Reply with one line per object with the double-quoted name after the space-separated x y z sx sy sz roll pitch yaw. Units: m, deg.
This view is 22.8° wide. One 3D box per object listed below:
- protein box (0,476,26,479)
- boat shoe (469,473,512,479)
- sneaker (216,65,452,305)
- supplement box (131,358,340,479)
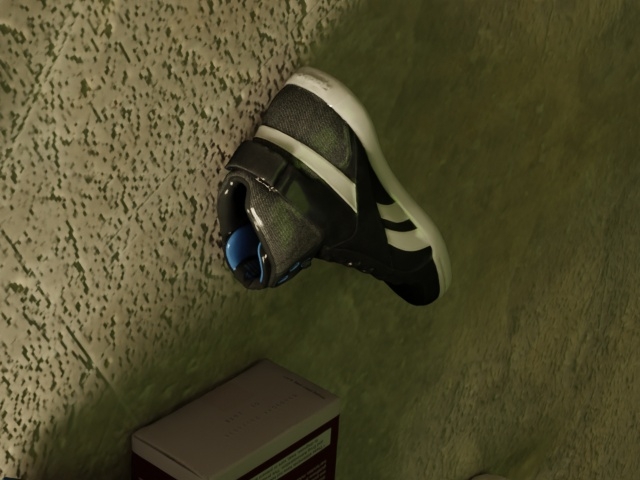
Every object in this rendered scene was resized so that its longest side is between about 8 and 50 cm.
-0.084 0.251 0.876 0.201 0.200 0.136 15 106 -29 "protein box"
0.107 0.259 1.338 0.184 0.066 0.063 -31 134 -53 "boat shoe"
0.000 0.000 1.016 0.121 0.079 0.217 -49 135 -16 "sneaker"
-0.059 0.215 1.067 0.130 0.073 0.240 -26 130 -43 "supplement box"
